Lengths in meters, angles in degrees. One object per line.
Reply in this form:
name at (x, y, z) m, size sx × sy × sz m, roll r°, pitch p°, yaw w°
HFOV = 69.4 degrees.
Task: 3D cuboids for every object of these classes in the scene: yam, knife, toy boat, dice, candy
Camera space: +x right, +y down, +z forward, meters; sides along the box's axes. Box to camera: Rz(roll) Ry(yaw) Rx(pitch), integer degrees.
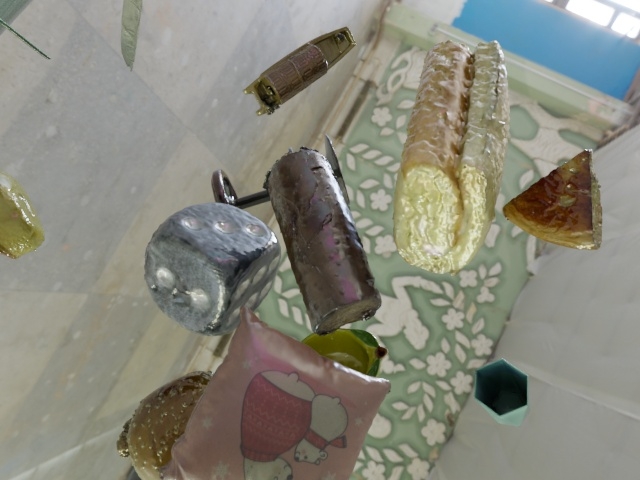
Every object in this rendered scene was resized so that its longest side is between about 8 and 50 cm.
yam at (0.002, -0.001, 0.717) m, size 0.131 × 0.280 × 0.131 m, roll -15°, pitch 152°, yaw -8°
knife at (-0.346, -0.469, 0.855) m, size 0.017 × 0.047 × 0.298 m, roll -59°, pitch 163°, yaw -73°
toy boat at (-0.032, -0.304, 0.821) m, size 0.226 × 0.068 × 0.088 m, roll -37°, pitch -156°, yaw -8°
dice at (-0.192, 0.049, 0.841) m, size 0.182 × 0.183 × 0.181 m, roll -37°, pitch 151°, yaw -54°
candy at (-0.318, -0.221, 0.445) m, size 0.035 × 0.035 × 0.123 m, roll -53°, pitch 128°, yaw -10°

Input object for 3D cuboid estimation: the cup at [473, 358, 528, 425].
cup at (0.507, 0.439, 1.272) m, size 0.236 × 0.148 × 0.134 m, roll 55°, pitch 16°, yaw -48°

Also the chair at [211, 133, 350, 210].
chair at (-0.137, -0.123, 1.271) m, size 0.400 × 0.227 × 0.226 m, roll -19°, pitch 169°, yaw 0°

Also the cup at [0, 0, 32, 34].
cup at (-0.483, -0.359, 0.579) m, size 0.312 × 0.205 × 0.205 m, roll -29°, pitch -175°, yaw 23°

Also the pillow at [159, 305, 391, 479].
pillow at (-0.046, 0.228, 0.571) m, size 0.223 × 0.236 × 0.084 m, roll -62°, pitch -171°, yaw -21°

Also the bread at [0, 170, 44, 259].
bread at (-0.526, -0.052, 0.751) m, size 0.086 × 0.156 × 0.125 m, roll -29°, pitch 151°, yaw -17°

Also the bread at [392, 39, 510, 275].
bread at (0.226, -0.146, 0.781) m, size 0.237 × 0.165 × 0.375 m, roll 79°, pitch 24°, yaw -46°

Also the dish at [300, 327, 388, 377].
dish at (0.030, 0.235, 0.819) m, size 0.080 × 0.207 × 0.149 m, roll 57°, pitch 24°, yaw -45°

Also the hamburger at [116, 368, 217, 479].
hamburger at (-0.232, 0.326, 0.782) m, size 0.215 × 0.189 × 0.122 m, roll -23°, pitch 153°, yaw -12°

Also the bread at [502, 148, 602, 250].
bread at (0.365, -0.041, 0.678) m, size 0.054 × 0.136 × 0.154 m, roll 14°, pitch 134°, yaw -37°
